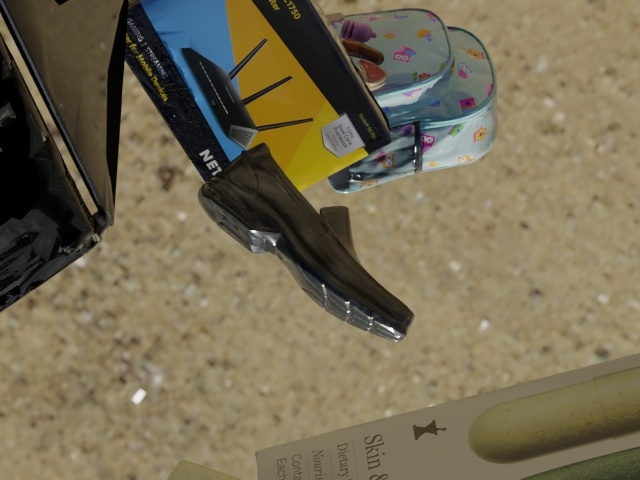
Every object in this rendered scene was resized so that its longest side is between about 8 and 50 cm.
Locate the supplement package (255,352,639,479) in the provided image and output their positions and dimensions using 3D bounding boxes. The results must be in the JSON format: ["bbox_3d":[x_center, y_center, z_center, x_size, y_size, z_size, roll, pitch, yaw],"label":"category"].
[{"bbox_3d":[0.127,0.191,0.789,0.263,0.199,0.198,-15,127,5],"label":"supplement package"}]

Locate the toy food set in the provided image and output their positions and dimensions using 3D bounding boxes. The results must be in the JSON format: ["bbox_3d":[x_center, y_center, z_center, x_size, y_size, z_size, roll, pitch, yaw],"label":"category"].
[{"bbox_3d":[0.026,-0.183,1.708,0.122,0.078,0.019,55,147,36],"label":"toy food set"}]

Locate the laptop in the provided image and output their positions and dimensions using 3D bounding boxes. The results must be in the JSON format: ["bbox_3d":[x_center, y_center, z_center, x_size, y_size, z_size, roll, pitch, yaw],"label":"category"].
[{"bbox_3d":[-0.173,-0.075,0.716,0.136,0.264,0.234,50,169,25],"label":"laptop"}]

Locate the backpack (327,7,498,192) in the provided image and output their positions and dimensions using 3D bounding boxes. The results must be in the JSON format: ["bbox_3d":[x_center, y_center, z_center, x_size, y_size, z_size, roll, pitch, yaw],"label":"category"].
[{"bbox_3d":[0.086,-0.148,1.799,0.188,0.166,0.144,-5,132,-8],"label":"backpack"}]

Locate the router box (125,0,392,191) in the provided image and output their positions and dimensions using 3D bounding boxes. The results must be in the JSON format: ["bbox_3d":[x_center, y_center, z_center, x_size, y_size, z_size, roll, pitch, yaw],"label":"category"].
[{"bbox_3d":[-0.050,-0.117,1.253,0.133,0.046,0.179,-28,113,11],"label":"router box"}]

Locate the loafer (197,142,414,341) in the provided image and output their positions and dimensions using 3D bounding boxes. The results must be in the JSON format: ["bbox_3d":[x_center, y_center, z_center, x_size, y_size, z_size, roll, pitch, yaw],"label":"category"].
[{"bbox_3d":[0.000,0.000,1.190,0.170,0.061,0.062,39,165,6],"label":"loafer"}]

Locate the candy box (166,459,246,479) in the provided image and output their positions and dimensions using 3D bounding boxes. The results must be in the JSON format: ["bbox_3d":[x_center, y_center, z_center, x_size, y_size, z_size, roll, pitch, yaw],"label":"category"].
[{"bbox_3d":[-0.099,0.221,1.013,0.105,0.206,0.027,8,145,48],"label":"candy box"}]
